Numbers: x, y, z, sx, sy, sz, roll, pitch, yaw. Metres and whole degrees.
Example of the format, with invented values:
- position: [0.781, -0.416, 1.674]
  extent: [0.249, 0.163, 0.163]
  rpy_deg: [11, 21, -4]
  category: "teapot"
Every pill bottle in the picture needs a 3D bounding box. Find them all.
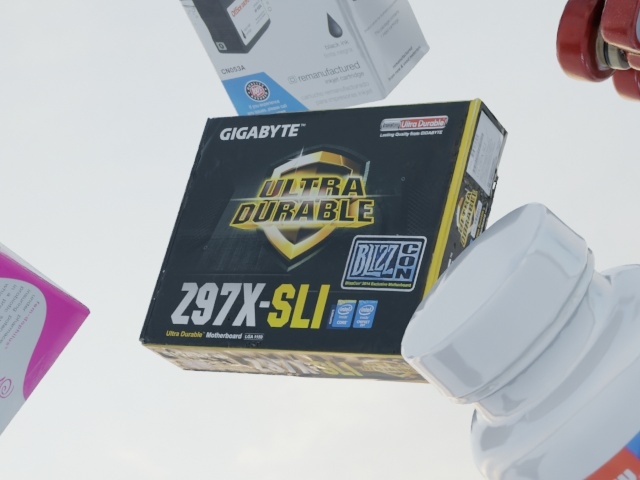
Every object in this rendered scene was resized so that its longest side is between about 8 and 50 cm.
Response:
- position: [0.145, 0.089, 0.681]
  extent: [0.221, 0.124, 0.124]
  rpy_deg: [41, -61, -10]
  category: "pill bottle"

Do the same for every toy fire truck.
- position: [0.385, -0.269, 1.591]
  extent: [0.302, 0.169, 0.254]
  rpy_deg: [9, -86, -53]
  category: "toy fire truck"

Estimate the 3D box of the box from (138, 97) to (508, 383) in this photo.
- position: [0.000, 0.000, 1.456]
  extent: [0.322, 0.257, 0.079]
  rpy_deg: [0, -24, 36]
  category: "box"

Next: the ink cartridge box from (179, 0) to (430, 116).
- position: [-0.045, -0.306, 1.781]
  extent: [0.223, 0.129, 0.307]
  rpy_deg: [-7, -60, 39]
  category: "ink cartridge box"

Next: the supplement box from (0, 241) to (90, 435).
- position: [-0.263, 0.029, 0.969]
  extent: [0.111, 0.114, 0.220]
  rpy_deg: [-54, -32, -5]
  category: "supplement box"
